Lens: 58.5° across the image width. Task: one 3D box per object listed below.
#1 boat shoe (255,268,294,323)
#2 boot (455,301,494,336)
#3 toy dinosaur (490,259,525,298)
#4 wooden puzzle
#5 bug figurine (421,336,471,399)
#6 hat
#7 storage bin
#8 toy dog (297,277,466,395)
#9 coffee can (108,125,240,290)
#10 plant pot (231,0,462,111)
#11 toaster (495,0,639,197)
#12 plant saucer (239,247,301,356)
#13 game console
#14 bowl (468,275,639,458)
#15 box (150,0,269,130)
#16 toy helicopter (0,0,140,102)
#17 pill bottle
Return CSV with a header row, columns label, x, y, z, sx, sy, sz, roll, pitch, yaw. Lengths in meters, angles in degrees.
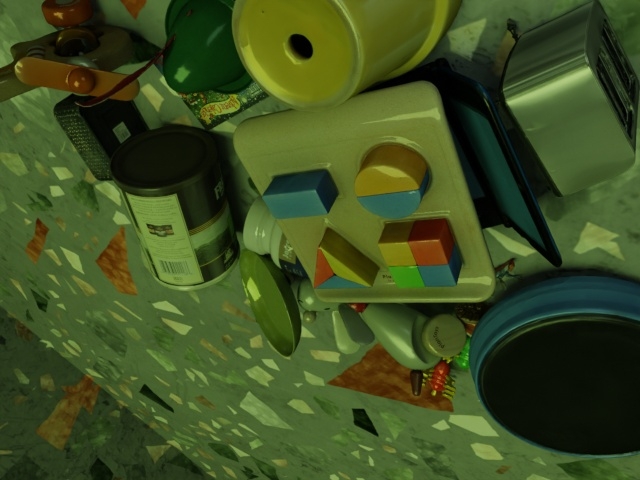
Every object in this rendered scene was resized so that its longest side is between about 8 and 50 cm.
label,x,y,z,sx,sy,sz,roll,pitch,yaw
boat shoe,-0.129,0.150,1.371,0.084,0.079,0.233,28,142,4
boot,0.340,0.164,1.089,0.158,0.059,0.084,14,146,28
toy dinosaur,0.312,0.063,1.012,0.090,0.047,0.082,26,123,25
wooden puzzle,0.058,-0.031,0.832,0.322,0.080,0.348,-4,127,32
bug figurine,0.352,0.303,1.205,0.279,0.072,0.216,25,134,18
hat,-0.215,-0.252,0.857,0.173,0.183,0.208,42,140,-9
storage bin,-0.429,-0.221,1.155,0.084,0.122,0.180,2,131,33
toy dog,0.109,0.194,1.123,0.334,0.161,0.220,14,163,15
coffee can,-0.284,-0.062,1.158,0.202,0.201,0.275,16,138,20
plant pot,0.022,-0.285,0.693,0.254,0.239,0.254,19,140,17
toaster,0.296,-0.175,0.678,0.110,0.168,0.185,-20,119,42
plant saucer,-0.100,0.123,1.181,0.241,0.037,0.241,47,148,41
game console,0.183,-0.091,0.828,0.250,0.173,0.293,-15,121,34
bowl,0.457,0.237,0.992,0.391,0.077,0.391,9,127,13
box,-0.164,-0.294,0.961,0.233,0.044,0.159,-16,120,43
toy helicopter,-0.467,-0.271,0.946,0.235,0.355,0.140,32,144,30
pill bottle,0.000,0.000,1.067,0.265,0.153,0.153,18,139,18
